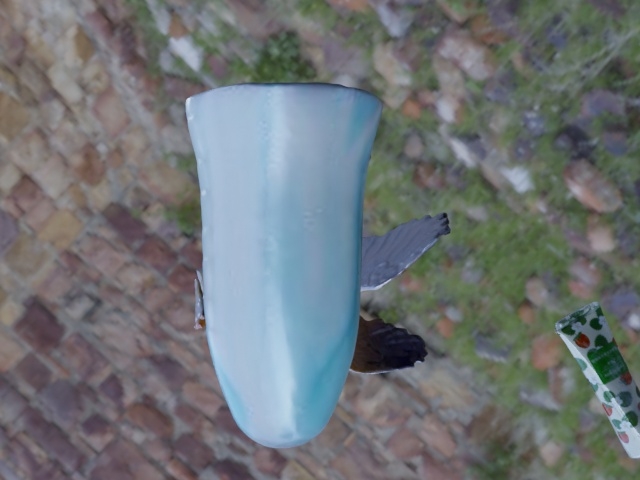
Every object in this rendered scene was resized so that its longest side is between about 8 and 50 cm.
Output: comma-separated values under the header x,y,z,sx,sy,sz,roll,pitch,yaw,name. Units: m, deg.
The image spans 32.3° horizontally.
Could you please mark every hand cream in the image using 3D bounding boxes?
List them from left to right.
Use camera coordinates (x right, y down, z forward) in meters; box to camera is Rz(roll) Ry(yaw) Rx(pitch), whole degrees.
x,y,z,sx,sy,sz,roll,pitch,yaw,name
0.471,0.237,1.764,0.276,0.095,0.059,63,158,4,hand cream

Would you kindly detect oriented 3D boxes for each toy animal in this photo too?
x,y,z,sx,sy,sz,roll,pitch,yaw,name
-0.021,0.008,1.327,0.225,0.302,0.284,94,155,-48,toy animal

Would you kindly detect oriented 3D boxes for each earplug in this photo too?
x,y,z,sx,sy,sz,roll,pitch,yaw,name
-0.031,0.029,1.024,0.185,0.323,0.185,-1,176,0,earplug
